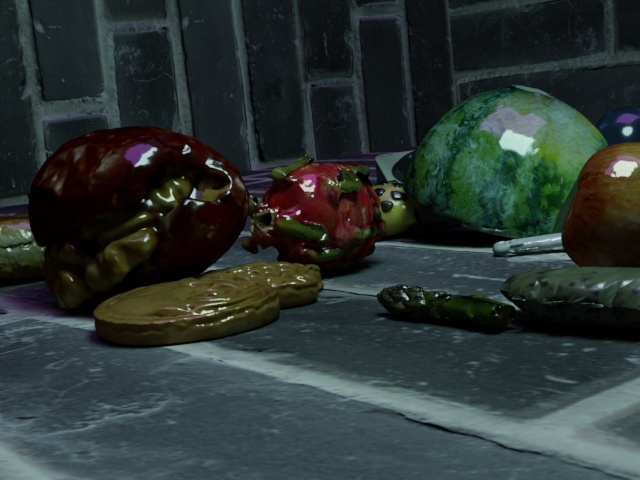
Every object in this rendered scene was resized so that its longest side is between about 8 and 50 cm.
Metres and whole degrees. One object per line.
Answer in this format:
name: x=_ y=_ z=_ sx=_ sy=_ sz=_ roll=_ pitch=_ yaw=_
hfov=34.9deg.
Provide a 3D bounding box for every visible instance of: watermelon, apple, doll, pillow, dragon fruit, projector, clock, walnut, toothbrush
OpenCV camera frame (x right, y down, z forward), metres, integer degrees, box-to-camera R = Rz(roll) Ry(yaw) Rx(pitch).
watermelon: x=0.234 y=-0.102 z=1.431 sx=0.305 sy=0.180 sz=0.224 roll=23 pitch=68 yaw=42
apple: x=0.319 y=-0.027 z=1.030 sx=0.131 sy=0.146 sz=0.146 roll=16 pitch=12 yaw=8
doll: x=0.023 y=-0.044 z=1.561 sx=0.291 sy=0.086 sz=0.117 roll=-3 pitch=40 yaw=25
pillow: x=0.243 y=0.049 z=0.856 sx=0.241 sy=0.051 sz=0.093 roll=3 pitch=7 yaw=43
dragon fruit: x=-0.014 y=-0.037 z=1.276 sx=0.172 sy=0.166 sz=0.160 roll=0 pitch=-44 yaw=-53
projector: x=0.235 y=-0.106 z=1.686 sx=0.257 sy=0.079 sz=0.259 roll=-8 pitch=23 yaw=-5
clock: x=0.555 y=-0.168 z=1.887 sx=0.200 sy=0.146 sz=0.243 roll=-2 pitch=0 yaw=-6
walnut: x=-0.231 y=-0.026 z=1.205 sx=0.244 sy=0.221 sz=0.269 roll=-48 pitch=17 yaw=-31
toothbrush: x=0.418 y=-0.009 z=1.227 sx=0.418 sy=0.040 sz=0.042 roll=-8 pitch=8 yaw=14

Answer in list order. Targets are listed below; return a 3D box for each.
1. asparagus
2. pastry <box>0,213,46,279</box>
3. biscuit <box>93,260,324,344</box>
asparagus: x=0.110 y=0.061 z=0.945 sx=0.165 sy=0.030 sz=0.036 roll=4 pitch=40 yaw=49
pastry: x=-0.450 y=0.009 z=1.499 sx=0.182 sy=0.093 sz=0.192 roll=1 pitch=8 yaw=23
biscuit: x=-0.110 y=0.060 z=1.089 sx=0.202 sy=0.044 sz=0.289 roll=1 pitch=12 yaw=40
